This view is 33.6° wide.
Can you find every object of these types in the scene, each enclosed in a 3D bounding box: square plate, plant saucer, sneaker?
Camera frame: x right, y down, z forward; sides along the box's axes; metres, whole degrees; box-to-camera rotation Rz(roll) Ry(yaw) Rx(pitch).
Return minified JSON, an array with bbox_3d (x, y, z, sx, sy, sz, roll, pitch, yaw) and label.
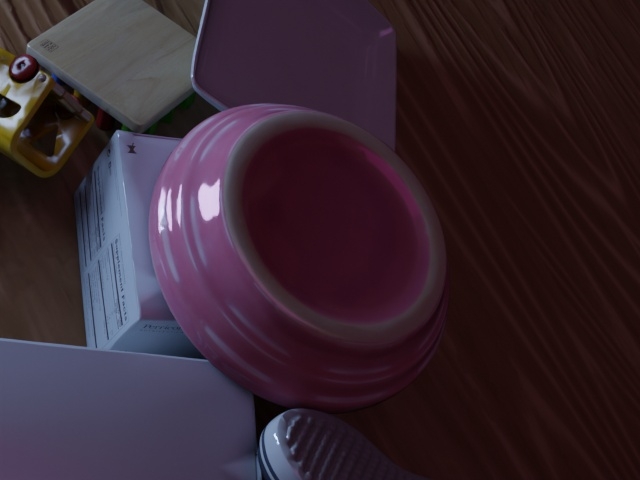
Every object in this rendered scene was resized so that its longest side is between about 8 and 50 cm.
[{"bbox_3d":[-0.026,-0.223,1.293,0.347,0.049,0.344,35,47,-39],"label":"square plate"},{"bbox_3d":[0.000,0.000,1.037,0.332,0.084,0.332,16,57,-26],"label":"plant saucer"},{"bbox_3d":[0.034,0.272,1.017,0.321,0.127,0.126,36,29,-36],"label":"sneaker"}]

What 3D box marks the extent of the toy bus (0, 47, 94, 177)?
[{"bbox_3d":[-0.335,-0.144,1.077,0.191,0.202,0.104,36,81,-19],"label":"toy bus"}]

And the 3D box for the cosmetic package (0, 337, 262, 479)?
[{"bbox_3d":[-0.250,0.208,0.909,0.384,0.156,0.217,12,59,-28],"label":"cosmetic package"}]

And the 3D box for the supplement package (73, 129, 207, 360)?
[{"bbox_3d":[-0.104,0.018,1.110,0.261,0.145,0.204,3,63,-30],"label":"supplement package"}]

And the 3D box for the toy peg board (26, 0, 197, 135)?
[{"bbox_3d":[-0.223,-0.186,1.207,0.160,0.079,0.161,35,48,9],"label":"toy peg board"}]
